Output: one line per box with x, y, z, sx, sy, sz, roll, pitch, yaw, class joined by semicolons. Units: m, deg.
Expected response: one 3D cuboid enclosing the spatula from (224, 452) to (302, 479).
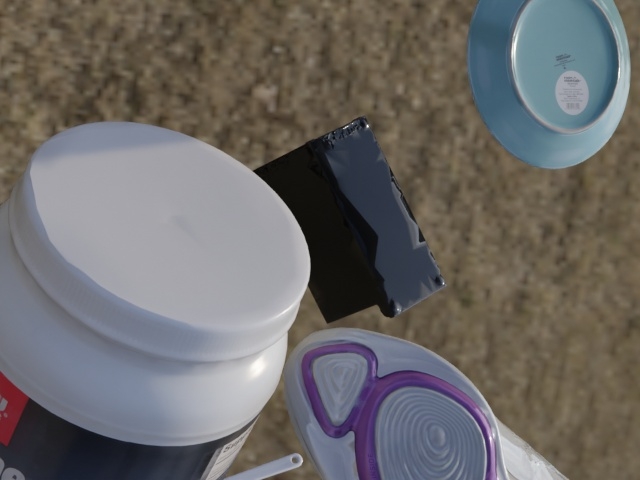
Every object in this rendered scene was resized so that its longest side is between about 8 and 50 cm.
-0.102;0.342;2.135;0.242;0.019;0.168;-15;69;-28;spatula

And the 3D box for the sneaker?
0.085;0.165;1.194;0.305;0.152;0.114;40;78;-17;sneaker

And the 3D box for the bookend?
0.000;0.000;1.549;0.072;0.156;0.157;-28;92;-43;bookend

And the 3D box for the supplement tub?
-0.134;0.086;1.092;0.191;0.191;0.272;-19;146;-47;supplement tub

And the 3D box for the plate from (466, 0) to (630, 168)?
0.205;-0.155;1.608;0.188;0.024;0.188;1;88;-35;plate
